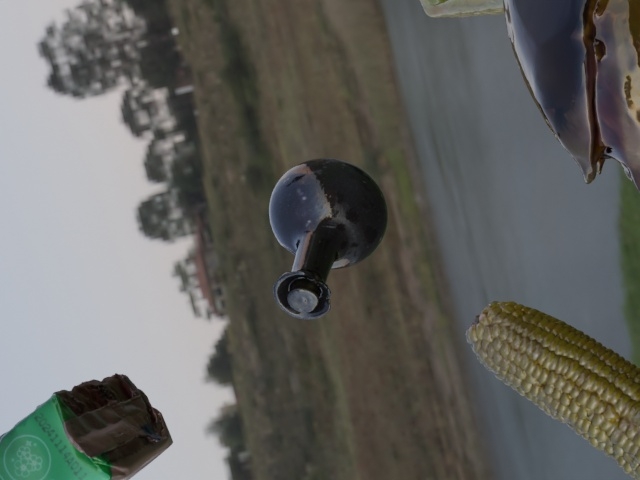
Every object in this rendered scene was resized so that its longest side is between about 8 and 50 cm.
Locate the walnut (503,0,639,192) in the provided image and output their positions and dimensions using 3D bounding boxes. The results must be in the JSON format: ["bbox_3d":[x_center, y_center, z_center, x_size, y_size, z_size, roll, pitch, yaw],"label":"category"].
[{"bbox_3d":[0.170,-0.141,0.761,0.137,0.137,0.245,68,-163,-76],"label":"walnut"}]

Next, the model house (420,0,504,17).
[{"bbox_3d":[0.238,-0.342,1.622,0.234,0.193,0.175,-49,-54,-36],"label":"model house"}]

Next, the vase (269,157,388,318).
[{"bbox_3d":[0.000,0.000,1.309,0.183,0.120,0.120,-73,-26,-51],"label":"vase"}]

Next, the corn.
[{"bbox_3d":[0.268,0.153,1.324,0.291,0.101,0.101,32,159,26],"label":"corn"}]

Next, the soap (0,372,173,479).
[{"bbox_3d":[-0.261,0.219,1.111,0.098,0.273,0.218,53,-170,9],"label":"soap"}]
